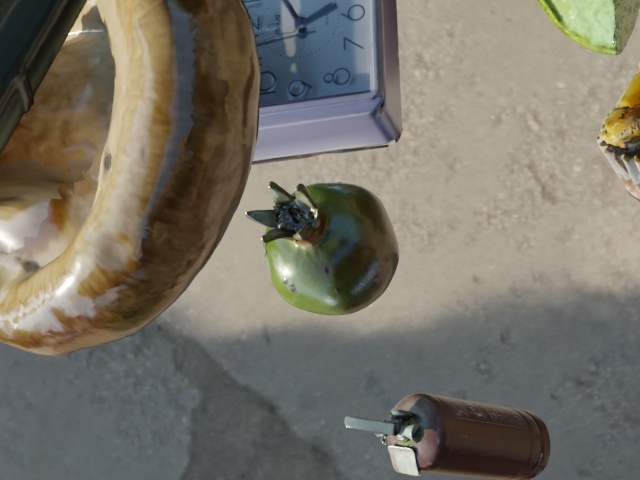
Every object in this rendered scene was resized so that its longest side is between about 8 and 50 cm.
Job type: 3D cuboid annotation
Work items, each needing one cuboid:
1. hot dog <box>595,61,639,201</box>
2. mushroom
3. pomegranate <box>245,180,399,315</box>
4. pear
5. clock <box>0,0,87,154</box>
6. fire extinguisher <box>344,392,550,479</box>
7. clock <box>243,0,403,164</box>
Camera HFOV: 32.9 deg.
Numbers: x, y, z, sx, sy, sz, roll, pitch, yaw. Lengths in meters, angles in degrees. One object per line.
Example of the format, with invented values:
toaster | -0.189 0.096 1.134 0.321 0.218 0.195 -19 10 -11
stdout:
hot dog | 0.294 -0.123 0.750 0.144 0.268 0.075 7 134 41
mushroom | -0.145 -0.068 0.637 0.278 0.146 0.278 -4 84 45
pomegranate | 0.000 0.000 1.391 0.182 0.224 0.181 -9 68 23
pear | 0.372 -0.422 1.469 0.139 0.239 0.288 11 126 34
clock | -0.152 -0.146 0.372 0.049 0.278 0.273 7 139 9
fire extinguisher | 0.157 0.238 1.309 0.105 0.269 0.104 -17 67 45
clock | -0.014 -0.169 0.880 0.145 0.073 0.193 -6 71 15
